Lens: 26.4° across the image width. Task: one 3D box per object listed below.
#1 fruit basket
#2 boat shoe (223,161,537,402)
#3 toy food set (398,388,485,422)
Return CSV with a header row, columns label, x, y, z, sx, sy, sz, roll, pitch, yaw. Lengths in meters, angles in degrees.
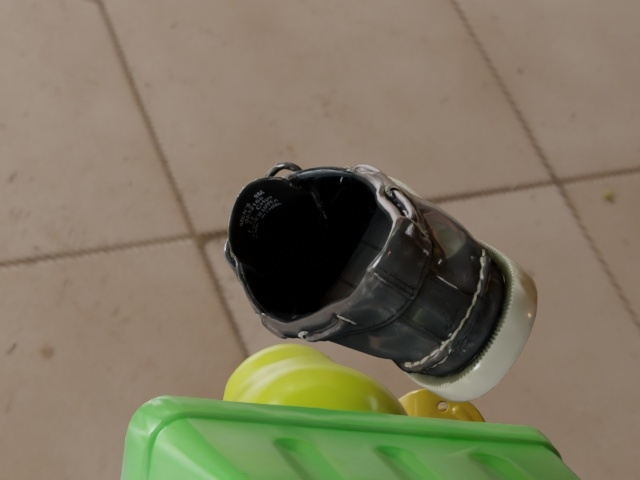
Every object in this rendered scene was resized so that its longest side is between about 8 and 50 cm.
label,x,y,z,sx,sy,sz,roll,pitch,yaw
fruit basket,0.008,0.233,1.069,0.392,0.392,0.282,8,89,-20
boat shoe,-0.002,0.004,0.856,0.113,0.127,0.340,30,3,-27
toy food set,0.119,0.270,1.458,0.128,0.071,0.217,1,77,5
